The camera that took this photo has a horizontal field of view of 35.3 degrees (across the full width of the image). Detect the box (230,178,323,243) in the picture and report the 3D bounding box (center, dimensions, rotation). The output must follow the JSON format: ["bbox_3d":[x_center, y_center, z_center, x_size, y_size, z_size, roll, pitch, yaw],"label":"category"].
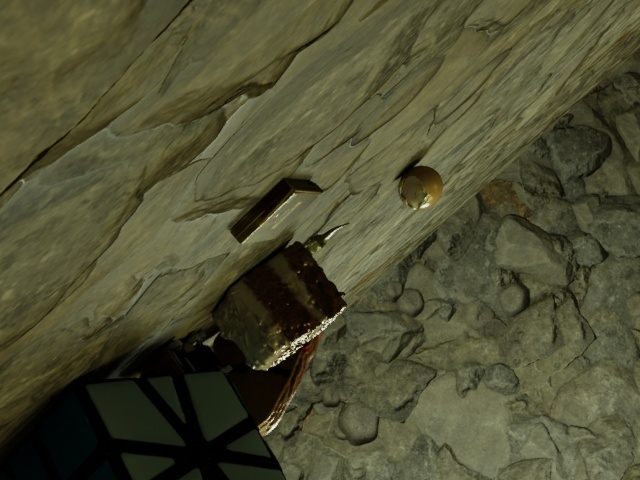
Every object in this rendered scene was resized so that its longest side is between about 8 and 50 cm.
[{"bbox_3d":[-0.050,-0.035,1.196,0.090,0.023,0.133,-45,172,12],"label":"box"}]

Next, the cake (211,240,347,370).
[{"bbox_3d":[-0.065,0.102,1.503,0.147,0.135,0.134,-30,168,-37],"label":"cake"}]

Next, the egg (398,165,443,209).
[{"bbox_3d":[0.185,-0.097,1.824,0.080,0.080,0.096,-47,168,35],"label":"egg"}]

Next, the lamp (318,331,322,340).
[{"bbox_3d":[-0.049,0.222,2.401,0.108,0.092,0.107,-7,156,-3],"label":"lamp"}]

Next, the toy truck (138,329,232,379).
[{"bbox_3d":[-0.204,0.200,1.517,0.092,0.083,0.192,-38,174,9],"label":"toy truck"}]

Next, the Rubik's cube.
[{"bbox_3d":[-0.224,0.359,1.294,0.294,0.288,0.283,0,139,-52],"label":"Rubik's cube"}]

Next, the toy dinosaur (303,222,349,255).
[{"bbox_3d":[-0.002,0.002,1.634,0.113,0.026,0.041,-36,-177,29],"label":"toy dinosaur"}]

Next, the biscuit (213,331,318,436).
[{"bbox_3d":[-0.155,0.220,1.659,0.262,0.052,0.277,4,-136,31],"label":"biscuit"}]
